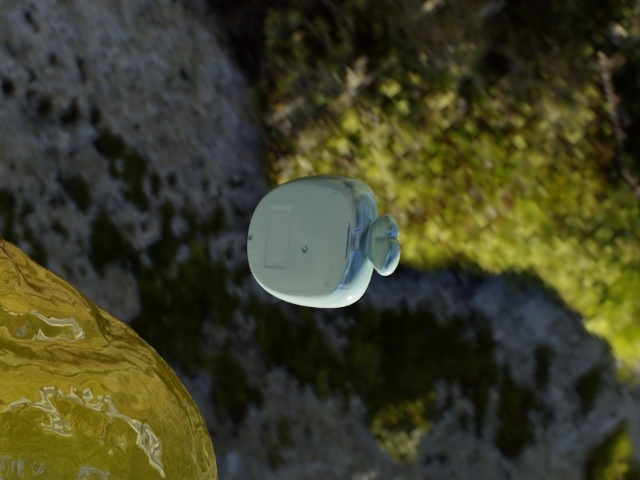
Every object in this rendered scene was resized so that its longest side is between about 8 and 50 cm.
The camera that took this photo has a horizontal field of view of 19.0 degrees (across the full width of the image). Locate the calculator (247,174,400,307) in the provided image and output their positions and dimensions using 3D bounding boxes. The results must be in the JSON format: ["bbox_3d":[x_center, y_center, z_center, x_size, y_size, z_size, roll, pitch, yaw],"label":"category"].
[{"bbox_3d":[0.000,0.000,1.369,0.021,0.153,0.095,9,86,-40],"label":"calculator"}]

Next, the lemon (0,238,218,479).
[{"bbox_3d":[-0.215,0.166,0.993,0.348,0.348,0.348,-12,127,-17],"label":"lemon"}]
